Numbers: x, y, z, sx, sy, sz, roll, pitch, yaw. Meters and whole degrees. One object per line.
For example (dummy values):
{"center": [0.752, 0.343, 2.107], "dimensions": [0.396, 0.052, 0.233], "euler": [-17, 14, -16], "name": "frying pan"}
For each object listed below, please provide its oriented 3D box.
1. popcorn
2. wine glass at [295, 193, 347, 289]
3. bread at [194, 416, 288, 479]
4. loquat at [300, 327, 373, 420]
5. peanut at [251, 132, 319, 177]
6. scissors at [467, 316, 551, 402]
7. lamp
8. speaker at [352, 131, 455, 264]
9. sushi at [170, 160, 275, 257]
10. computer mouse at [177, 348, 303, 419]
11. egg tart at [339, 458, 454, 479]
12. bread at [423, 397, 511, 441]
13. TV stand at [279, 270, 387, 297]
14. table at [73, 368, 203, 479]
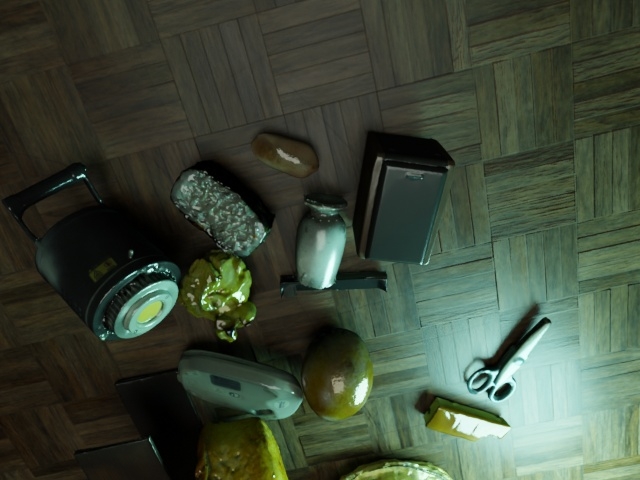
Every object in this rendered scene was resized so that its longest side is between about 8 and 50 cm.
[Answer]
{"center": [-0.223, 0.119, 1.059], "dimensions": [0.195, 0.173, 0.168], "euler": [41, 85, -7], "name": "popcorn"}
{"center": [0.000, 0.000, 1.022], "dimensions": [0.111, 0.111, 0.204], "euler": [5, 108, -3], "name": "wine glass"}
{"center": [-0.185, 0.614, 1.159], "dimensions": [0.204, 0.336, 0.358], "euler": [-22, 141, -8], "name": "bread"}
{"center": [0.042, 0.328, 1.129], "dimensions": [0.179, 0.179, 0.227], "euler": [8, 105, -4], "name": "loquat"}
{"center": [-0.073, -0.181, 0.969], "dimensions": [0.152, 0.076, 0.076], "euler": [19, 111, -11], "name": "peanut"}
{"center": [0.505, 0.312, 1.198], "dimensions": [0.138, 0.041, 0.289], "euler": [24, 114, -12], "name": "scissors"}
{"center": [-0.429, 0.063, 0.943], "dimensions": [0.272, 0.205, 0.374], "euler": [24, 141, 35], "name": "lamp"}
{"center": [0.160, -0.086, 0.951], "dimensions": [0.153, 0.192, 0.230], "euler": [6, 117, -4], "name": "speaker"}
{"center": [-0.203, -0.074, 0.980], "dimensions": [0.225, 0.127, 0.124], "euler": [40, 107, -8], "name": "sushi"}
{"center": [-0.204, 0.362, 1.179], "dimensions": [0.331, 0.095, 0.197], "euler": [15, 128, 5], "name": "computer mouse"}
{"center": [0.220, 0.839, 1.341], "dimensions": [0.444, 0.178, 0.442], "euler": [0, 111, 0], "name": "egg tart"}
{"center": [0.406, 0.506, 1.274], "dimensions": [0.226, 0.049, 0.088], "euler": [20, 111, -10], "name": "bread"}
{"center": [0.032, 0.107, 1.106], "dimensions": [0.257, 0.040, 0.048], "euler": [-2, 113, 0], "name": "TV stand"}
{"center": [-0.435, 0.529, 1.164], "dimensions": [0.196, 0.250, 0.281], "euler": [-12, 113, 5], "name": "table"}
